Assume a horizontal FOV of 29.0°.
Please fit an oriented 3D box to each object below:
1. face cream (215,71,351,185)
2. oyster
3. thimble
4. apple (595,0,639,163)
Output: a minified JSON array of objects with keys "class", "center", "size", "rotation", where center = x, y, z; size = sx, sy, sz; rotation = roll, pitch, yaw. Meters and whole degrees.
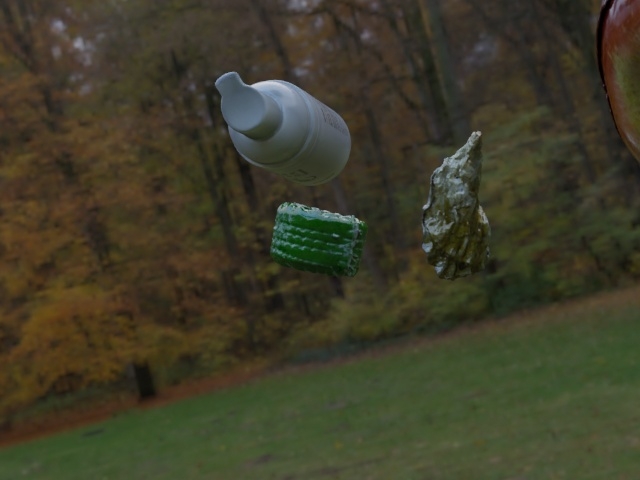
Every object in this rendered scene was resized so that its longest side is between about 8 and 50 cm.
[{"class":"face cream","center":[-0.069,-0.178,1.961],"size":[0.145,0.145,0.370],"rotation":[-15,-9,16]},{"class":"oyster","center":[0.153,-0.027,1.328],"size":[0.045,0.146,0.121],"rotation":[8,-28,38]},{"class":"thimble","center":[0.000,0.000,1.717],"size":[0.130,0.090,0.118],"rotation":[15,3,35]},{"class":"apple","center":[0.343,-0.152,0.957],"size":[0.206,0.251,0.271],"rotation":[-33,-39,-20]}]
